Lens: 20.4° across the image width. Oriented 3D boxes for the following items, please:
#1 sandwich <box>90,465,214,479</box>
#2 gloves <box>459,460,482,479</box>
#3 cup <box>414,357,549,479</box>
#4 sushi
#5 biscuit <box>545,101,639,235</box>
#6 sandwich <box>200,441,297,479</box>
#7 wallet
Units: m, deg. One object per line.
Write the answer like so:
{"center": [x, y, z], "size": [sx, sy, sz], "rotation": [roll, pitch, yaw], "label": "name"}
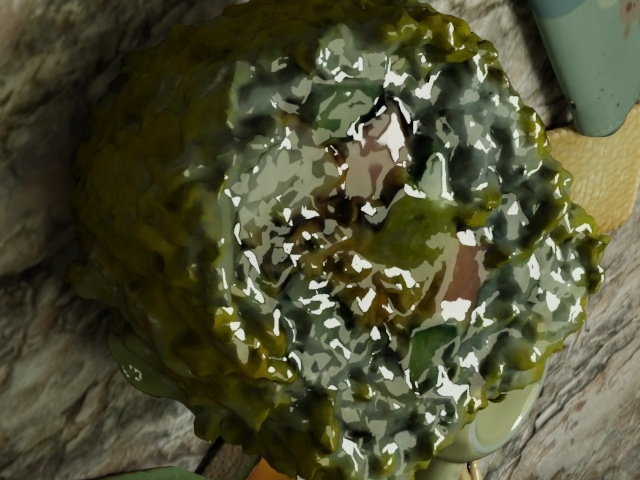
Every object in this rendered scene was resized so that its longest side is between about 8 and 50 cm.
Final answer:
{"center": [-0.161, 0.269, 1.459], "size": [0.227, 0.155, 0.198], "rotation": [-56, 145, -15], "label": "sandwich"}
{"center": [0.139, 0.316, 1.965], "size": [0.110, 0.094, 0.144], "rotation": [6, 113, -43], "label": "gloves"}
{"center": [0.074, 0.132, 1.652], "size": [0.255, 0.202, 0.173], "rotation": [-58, 149, -9], "label": "cup"}
{"center": [0.000, 0.000, 1.382], "size": [0.351, 0.240, 0.396], "rotation": [-45, 124, -14], "label": "sushi"}
{"center": [0.289, -0.066, 1.987], "size": [0.250, 0.030, 0.160], "rotation": [-20, 126, -47], "label": "biscuit"}
{"center": [-0.090, 0.257, 1.637], "size": [0.162, 0.058, 0.193], "rotation": [-29, 134, -42], "label": "sandwich"}
{"center": [0.300, -0.297, 1.815], "size": [0.252, 0.083, 0.360], "rotation": [-52, 142, -18], "label": "wallet"}
